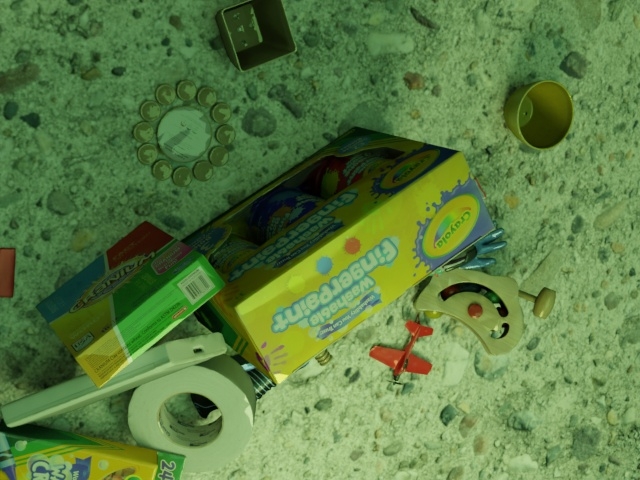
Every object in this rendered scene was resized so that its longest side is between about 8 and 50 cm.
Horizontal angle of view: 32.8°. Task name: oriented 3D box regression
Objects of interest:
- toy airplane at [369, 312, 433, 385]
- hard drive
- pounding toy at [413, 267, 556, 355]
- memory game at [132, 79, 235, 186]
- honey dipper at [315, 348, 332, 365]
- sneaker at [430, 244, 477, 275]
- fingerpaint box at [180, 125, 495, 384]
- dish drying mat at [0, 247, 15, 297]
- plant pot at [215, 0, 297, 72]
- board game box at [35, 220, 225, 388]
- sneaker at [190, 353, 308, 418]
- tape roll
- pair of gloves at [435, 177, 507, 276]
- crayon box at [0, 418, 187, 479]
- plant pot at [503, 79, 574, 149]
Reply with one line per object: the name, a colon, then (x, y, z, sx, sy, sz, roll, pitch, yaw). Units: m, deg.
toy airplane: (0.175, 0.218, 2.150, 0.151, 0.028, 0.151, -6, 104, -24)
hard drive: (-0.325, 0.220, 1.735, 0.307, 0.203, 0.040, -22, 83, 18)
pounding toy: (0.317, 0.144, 2.139, 0.269, 0.155, 0.154, 12, 85, 3)
memory game: (-0.233, -0.183, 1.868, 0.186, 0.012, 0.186, -6, 105, -25)
honey dipper: (-0.033, 0.170, 2.040, 0.030, 0.030, 0.161, -42, 112, -12)
sneaker: (0.175, 0.014, 2.018, 0.223, 0.083, 0.098, -11, 104, 21)
fingerpaint box: (0.000, 0.000, 1.822, 0.444, 0.371, 0.163, -34, 114, -15)
dish drying mat: (-0.519, 0.053, 1.784, 0.032, 0.008, 0.083, 1, 102, -26)
plant pot: (-0.120, -0.355, 1.836, 0.109, 0.096, 0.109, -25, 110, -19)
board game box: (-0.310, 0.090, 1.720, 0.242, 0.316, 0.064, -40, 114, -13)
sneaker: (-0.126, 0.256, 1.987, 0.232, 0.081, 0.091, -12, 110, -16)
tape roll: (-0.223, 0.295, 1.896, 0.219, 0.072, 0.219, 0, 114, 1)
pair of gloves: (0.258, -0.033, 2.079, 0.159, 0.023, 0.198, -22, 82, -3)
crayon box: (-0.404, 0.438, 1.834, 0.322, 0.083, 0.203, 14, 95, -11)
plant pot: (0.411, -0.249, 2.121, 0.134, 0.095, 0.134, -6, 104, -25)
